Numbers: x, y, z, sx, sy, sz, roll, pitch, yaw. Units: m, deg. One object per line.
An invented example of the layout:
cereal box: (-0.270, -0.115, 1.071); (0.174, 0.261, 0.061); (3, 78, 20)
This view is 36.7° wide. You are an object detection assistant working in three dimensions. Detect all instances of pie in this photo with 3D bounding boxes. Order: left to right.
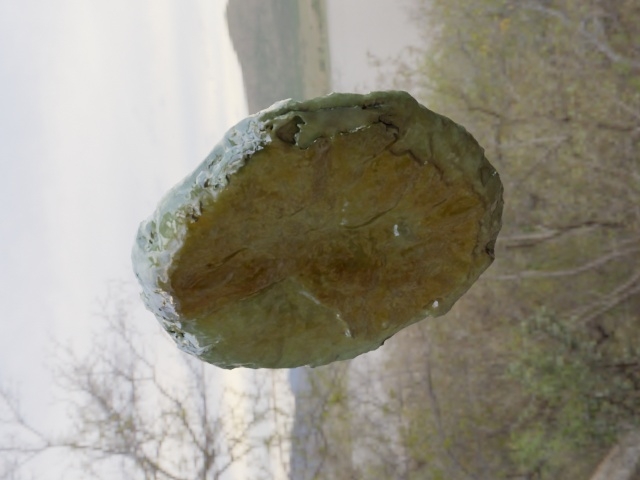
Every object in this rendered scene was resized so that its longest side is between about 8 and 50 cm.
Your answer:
pie: (0.000, 0.000, 0.760); (0.306, 0.307, 0.071); (84, 165, -45)
